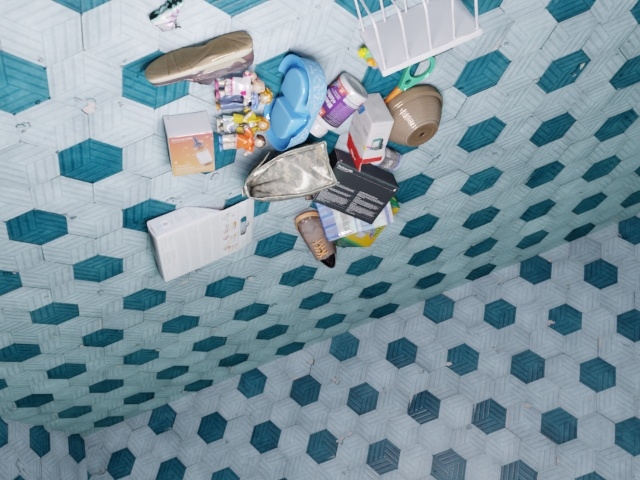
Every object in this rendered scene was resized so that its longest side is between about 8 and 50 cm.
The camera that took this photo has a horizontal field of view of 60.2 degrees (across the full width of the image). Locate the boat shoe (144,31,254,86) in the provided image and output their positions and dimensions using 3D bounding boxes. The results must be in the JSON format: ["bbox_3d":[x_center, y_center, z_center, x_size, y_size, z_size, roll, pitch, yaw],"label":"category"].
[{"bbox_3d":[-0.302,-0.445,1.416,0.285,0.103,0.092,-23,145,-7],"label":"boat shoe"}]

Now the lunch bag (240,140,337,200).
[{"bbox_3d":[-0.118,-0.207,1.758,0.287,0.169,0.235,-18,-173,-6],"label":"lunch bag"}]

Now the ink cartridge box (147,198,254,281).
[{"bbox_3d":[-0.437,-0.026,2.061,0.385,0.091,0.308,-26,153,-24],"label":"ink cartridge box"}]

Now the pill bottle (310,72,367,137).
[{"bbox_3d":[0.041,-0.404,1.674,0.108,0.108,0.193,16,134,-45],"label":"pill bottle"}]

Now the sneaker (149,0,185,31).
[{"bbox_3d":[-0.349,-0.531,1.314,0.098,0.038,0.069,-20,153,19],"label":"sneaker"}]

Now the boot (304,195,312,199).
[{"bbox_3d":[-0.021,-0.187,2.054,0.087,0.042,0.118,-14,149,-7],"label":"boot"}]

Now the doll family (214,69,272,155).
[{"bbox_3d":[-0.218,-0.379,1.587,0.163,0.118,0.263,-6,129,-12],"label":"doll family"}]

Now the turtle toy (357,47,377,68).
[{"bbox_3d":[0.170,-0.527,1.579,0.095,0.066,0.130,-23,176,23],"label":"turtle toy"}]

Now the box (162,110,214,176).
[{"bbox_3d":[-0.387,-0.284,1.631,0.130,0.091,0.170,-11,149,-15],"label":"box"}]

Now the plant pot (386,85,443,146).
[{"bbox_3d":[0.313,-0.390,1.834,0.237,0.110,0.237,-19,155,-10],"label":"plant pot"}]

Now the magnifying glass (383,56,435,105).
[{"bbox_3d":[0.269,-0.497,1.744,0.092,0.026,0.231,10,139,-41],"label":"magnifying glass"}]

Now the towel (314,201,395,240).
[{"bbox_3d":[0.137,-0.108,2.138,0.285,0.034,0.209,-15,130,3],"label":"towel"}]

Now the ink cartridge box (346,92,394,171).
[{"bbox_3d":[0.157,-0.349,1.806,0.078,0.134,0.231,-11,149,-16],"label":"ink cartridge box"}]

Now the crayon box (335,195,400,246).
[{"bbox_3d":[0.186,-0.082,2.301,0.165,0.081,0.278,0,143,-29],"label":"crayon box"}]

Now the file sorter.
[{"bbox_3d":[0.244,-0.594,1.413,0.277,0.193,0.173,-22,146,3],"label":"file sorter"}]

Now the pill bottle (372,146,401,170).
[{"bbox_3d":[0.220,-0.301,1.976,0.137,0.078,0.078,12,137,-42],"label":"pill bottle"}]

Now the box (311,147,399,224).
[{"bbox_3d":[0.119,-0.191,1.978,0.261,0.103,0.184,20,126,-25],"label":"box"}]

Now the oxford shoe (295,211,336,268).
[{"bbox_3d":[0.000,0.000,2.273,0.130,0.133,0.364,-25,149,9],"label":"oxford shoe"}]

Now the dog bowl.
[{"bbox_3d":[-0.073,-0.392,1.585,0.074,0.166,0.297,-14,151,-33],"label":"dog bowl"}]
